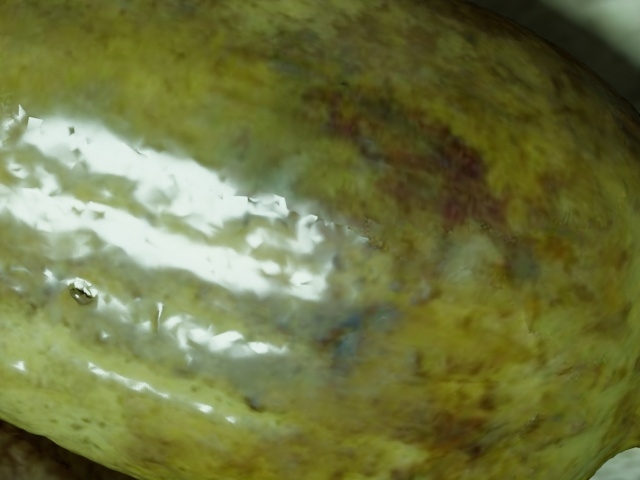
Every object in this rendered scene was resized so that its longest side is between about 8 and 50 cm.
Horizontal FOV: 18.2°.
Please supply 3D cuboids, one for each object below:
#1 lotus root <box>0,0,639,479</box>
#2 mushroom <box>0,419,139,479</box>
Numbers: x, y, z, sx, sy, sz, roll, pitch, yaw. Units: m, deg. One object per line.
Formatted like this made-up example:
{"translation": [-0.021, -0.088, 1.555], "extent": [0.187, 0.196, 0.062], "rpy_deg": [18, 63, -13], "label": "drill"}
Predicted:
{"translation": [0.000, 0.000, 0.500], "extent": [0.260, 0.128, 0.145], "rpy_deg": [15, 129, -9], "label": "lotus root"}
{"translation": [-0.136, 0.222, 0.680], "extent": [0.345, 0.239, 0.345], "rpy_deg": [11, 135, 11], "label": "mushroom"}
